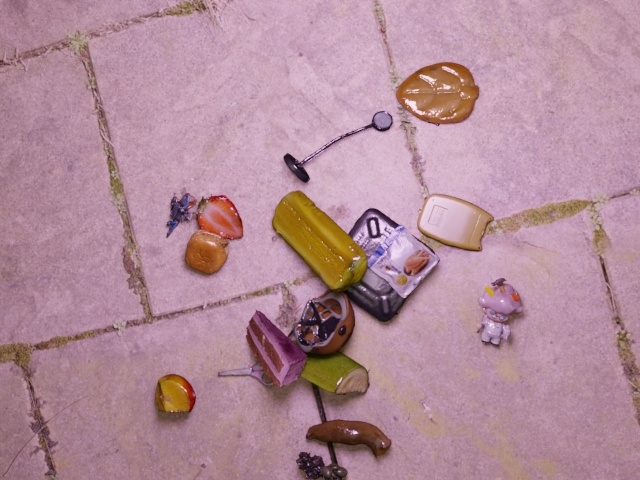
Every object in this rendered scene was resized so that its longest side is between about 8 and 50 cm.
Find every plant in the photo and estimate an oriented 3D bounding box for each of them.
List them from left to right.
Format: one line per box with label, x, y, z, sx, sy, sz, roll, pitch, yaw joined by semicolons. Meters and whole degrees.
plant;0.002;0.754;1.935;0.174;0.087;0.085;19;129;3

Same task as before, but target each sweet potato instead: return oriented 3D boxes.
sweet potato;0.091;0.644;1.914;0.286;0.085;0.112;2;97;7

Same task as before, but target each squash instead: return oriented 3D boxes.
squash;0.005;0.401;1.941;0.289;0.203;0.111;20;93;39

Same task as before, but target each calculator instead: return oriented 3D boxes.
calculator;0.425;-0.060;1.877;0.237;0.033;0.157;20;95;8

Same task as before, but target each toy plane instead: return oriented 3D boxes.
toy plane;-0.485;-0.087;1.974;0.188;0.062;0.135;-51;57;9

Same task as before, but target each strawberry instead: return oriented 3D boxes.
strawberry;-0.325;-0.080;1.945;0.187;0.082;0.146;40;118;-10

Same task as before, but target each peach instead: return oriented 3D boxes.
peach;-0.484;0.515;1.966;0.151;0.118;0.151;7;100;46

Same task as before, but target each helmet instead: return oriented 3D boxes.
helmet;0.028;0.275;1.876;0.224;0.198;0.130;-49;130;-6

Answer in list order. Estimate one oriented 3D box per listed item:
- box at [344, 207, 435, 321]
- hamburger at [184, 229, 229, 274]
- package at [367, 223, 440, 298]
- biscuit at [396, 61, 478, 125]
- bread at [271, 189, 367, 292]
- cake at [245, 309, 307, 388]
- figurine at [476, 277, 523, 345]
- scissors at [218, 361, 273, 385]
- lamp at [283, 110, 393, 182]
box;0.188;0.080;1.890;0.289;0.073;0.290;37;95;5
hamburger;-0.375;0.039;1.934;0.138;0.083;0.147;20;123;-8
package;0.257;0.066;1.830;0.173;0.027;0.171;41;95;2
biscuit;0.372;-0.469;1.866;0.260;0.041;0.203;1;92;5
bread;0.000;0.000;1.853;0.383;0.112;0.166;45;114;26
cake;-0.148;0.345;1.882;0.295;0.113;0.116;43;114;42
figurine;0.560;0.220;1.836;0.137;0.112;0.229;14;107;14
scissors;-0.243;0.443;1.980;0.212;0.021;0.110;-6;84;8
lamp;0.057;-0.314;1.912;0.371;0.108;0.130;-34;75;-8
